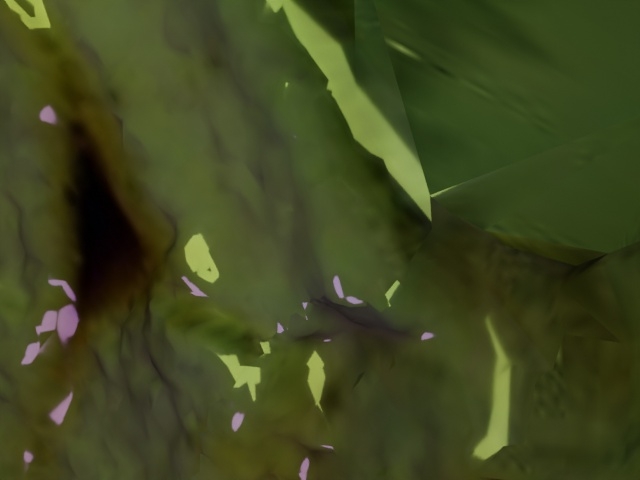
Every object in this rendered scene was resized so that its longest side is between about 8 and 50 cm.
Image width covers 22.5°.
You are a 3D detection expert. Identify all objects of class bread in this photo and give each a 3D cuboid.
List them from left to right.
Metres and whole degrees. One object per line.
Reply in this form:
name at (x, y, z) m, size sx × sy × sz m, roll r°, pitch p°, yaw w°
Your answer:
bread at (0.007, 0.005, 0.498) m, size 0.239 × 0.264 × 0.395 m, roll -24°, pitch 77°, yaw -48°
